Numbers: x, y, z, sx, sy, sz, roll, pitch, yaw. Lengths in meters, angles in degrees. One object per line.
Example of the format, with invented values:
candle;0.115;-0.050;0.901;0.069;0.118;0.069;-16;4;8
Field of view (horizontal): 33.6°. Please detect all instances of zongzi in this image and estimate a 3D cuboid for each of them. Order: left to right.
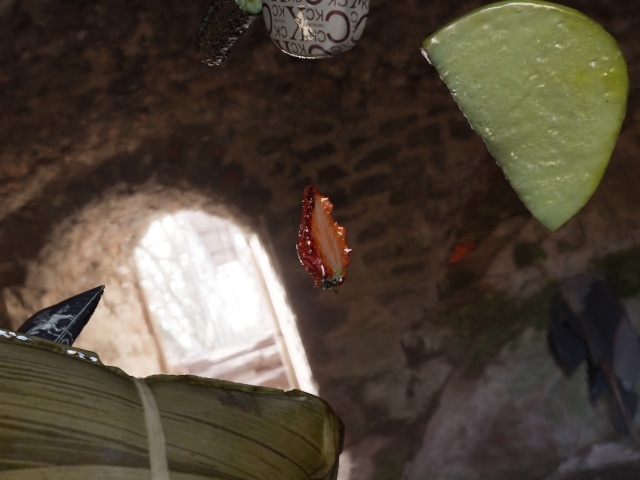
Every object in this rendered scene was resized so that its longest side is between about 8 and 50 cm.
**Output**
zongzi;-0.227;0.288;0.725;0.466;0.500;0.218;13;-48;-8

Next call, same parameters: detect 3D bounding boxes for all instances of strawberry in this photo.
strawberry;-0.003;0.001;1.432;0.048;0.152;0.104;-20;-12;27

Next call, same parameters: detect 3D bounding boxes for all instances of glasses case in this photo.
glasses case;-0.001;-0.384;1.191;0.137;0.355;0.085;13;15;40

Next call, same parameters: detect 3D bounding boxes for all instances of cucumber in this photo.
cucumber;-0.147;-0.326;1.621;0.072;0.072;0.300;-17;-4;-21

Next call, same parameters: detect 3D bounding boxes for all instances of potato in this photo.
potato;0.300;-0.222;1.467;0.212;0.330;0.280;-32;19;14

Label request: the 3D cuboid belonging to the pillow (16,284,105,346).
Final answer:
pillow;-0.366;0.137;1.359;0.141;0.055;0.208;-26;19;31
